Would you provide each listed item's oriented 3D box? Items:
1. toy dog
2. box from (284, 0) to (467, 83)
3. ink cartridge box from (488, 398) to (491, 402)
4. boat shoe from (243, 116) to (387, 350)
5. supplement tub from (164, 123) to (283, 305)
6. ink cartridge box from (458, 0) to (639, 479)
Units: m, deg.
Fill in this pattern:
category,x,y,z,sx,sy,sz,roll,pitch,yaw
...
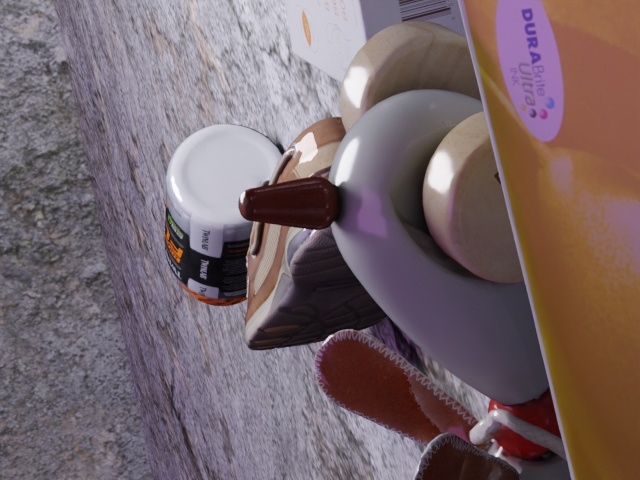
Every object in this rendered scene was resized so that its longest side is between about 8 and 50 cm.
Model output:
category,x,y,z,sx,sy,sz,roll,pitch,yaw
toy dog,0.053,0.058,1.014,0.220,0.161,0.333,-171,66,-76
box,0.037,-0.175,1.262,0.170,0.091,0.130,-138,34,-65
ink cartridge box,0.147,0.067,1.178,0.186,0.065,0.311,-154,51,-71
boat shoe,0.000,0.000,1.587,0.324,0.123,0.116,122,137,-64
supplement tub,-0.092,-0.018,1.898,0.190,0.117,0.117,100,151,-60
ink cartridge box,0.204,0.038,0.585,0.307,0.072,0.303,-2,107,45
